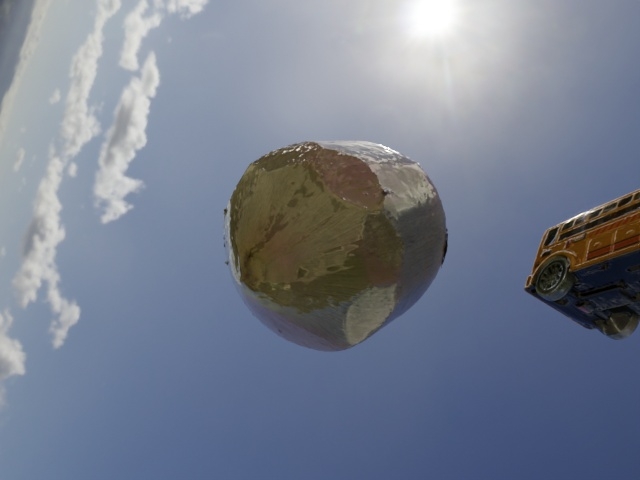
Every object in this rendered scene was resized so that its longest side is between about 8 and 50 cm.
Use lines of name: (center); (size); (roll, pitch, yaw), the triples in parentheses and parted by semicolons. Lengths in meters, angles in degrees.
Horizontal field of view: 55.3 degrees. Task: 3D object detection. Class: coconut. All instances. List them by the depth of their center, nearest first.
coconut: (0.000, 0.000, 0.475); (0.171, 0.183, 0.171); (9, -76, 39)

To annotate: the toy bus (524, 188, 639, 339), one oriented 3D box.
toy bus: (0.206, 0.006, 0.368); (0.162, 0.069, 0.074); (-35, -153, 59)
